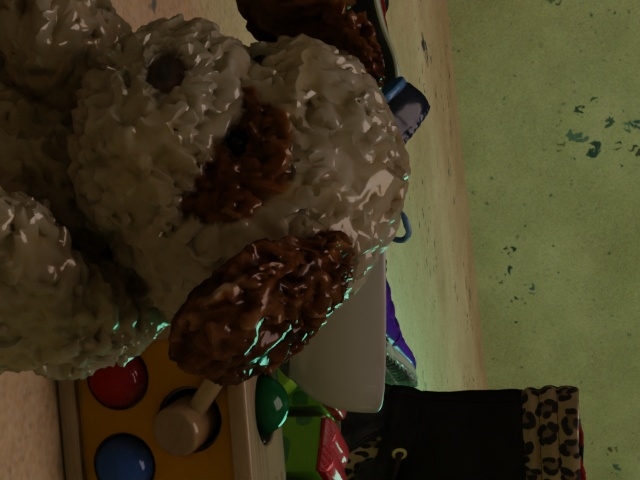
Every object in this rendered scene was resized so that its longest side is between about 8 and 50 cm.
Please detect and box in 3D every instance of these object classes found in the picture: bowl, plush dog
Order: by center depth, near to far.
[{"bbox_3d":[-0.075,-0.017,0.459,0.210,0.225,0.262,71,19,-47],"label":"plush dog"},{"bbox_3d":[-0.007,0.026,0.682,0.142,0.053,0.142,-137,-136,-67],"label":"bowl"}]

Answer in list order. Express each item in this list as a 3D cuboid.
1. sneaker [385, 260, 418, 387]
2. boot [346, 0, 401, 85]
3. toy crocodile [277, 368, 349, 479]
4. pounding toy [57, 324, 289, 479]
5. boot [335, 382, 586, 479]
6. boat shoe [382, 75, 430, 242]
[{"bbox_3d":[0.049,0.080,1.255,0.293,0.102,0.146,58,30,-64],"label":"sneaker"},{"bbox_3d":[0.067,-0.252,1.484,0.176,0.088,0.244,-31,113,-77],"label":"boot"},{"bbox_3d":[-0.020,0.172,0.919,0.115,0.105,0.340,65,24,-58],"label":"toy crocodile"},{"bbox_3d":[-0.074,0.088,0.624,0.100,0.141,0.130,-14,100,-77],"label":"pounding toy"},{"bbox_3d":[0.148,0.287,1.215,0.138,0.284,0.377,-77,160,-52],"label":"boot"},{"bbox_3d":[0.000,0.000,0.809,0.258,0.089,0.109,-51,-173,4],"label":"boat shoe"}]
